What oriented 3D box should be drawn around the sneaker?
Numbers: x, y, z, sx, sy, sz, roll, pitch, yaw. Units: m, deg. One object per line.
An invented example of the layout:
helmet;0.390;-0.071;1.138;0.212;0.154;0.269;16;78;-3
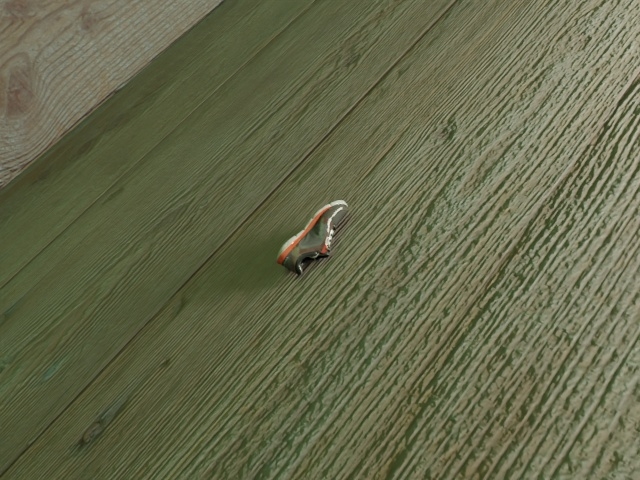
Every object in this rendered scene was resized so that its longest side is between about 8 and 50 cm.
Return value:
sneaker;0.000;0.000;0.950;0.065;0.061;0.158;40;76;20
